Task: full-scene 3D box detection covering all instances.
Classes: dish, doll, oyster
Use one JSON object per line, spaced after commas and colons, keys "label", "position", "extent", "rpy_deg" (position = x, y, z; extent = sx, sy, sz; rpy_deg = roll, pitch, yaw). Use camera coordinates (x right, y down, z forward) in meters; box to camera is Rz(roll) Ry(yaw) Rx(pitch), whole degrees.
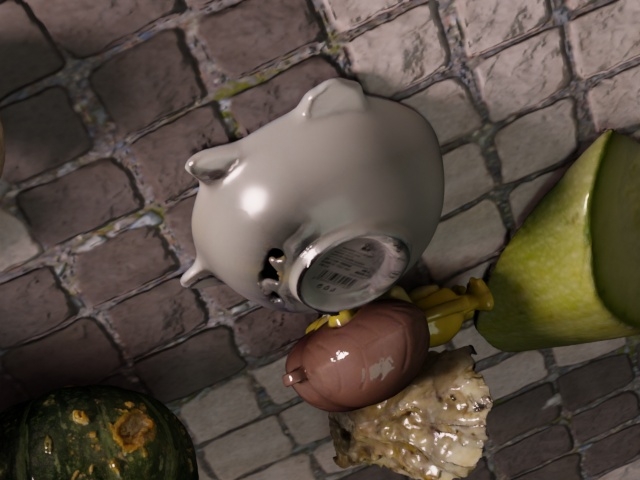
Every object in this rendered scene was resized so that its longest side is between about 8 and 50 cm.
{"label": "dish", "position": [0.000, 0.000, 1.227], "extent": [0.228, 0.086, 0.236], "rpy_deg": [-26, 144, 2]}
{"label": "doll", "position": [0.048, 0.080, 1.366], "extent": [0.145, 0.096, 0.188], "rpy_deg": [-23, -177, 40]}
{"label": "oyster", "position": [0.072, 0.152, 1.426], "extent": [0.072, 0.209, 0.133], "rpy_deg": [-4, 96, -30]}

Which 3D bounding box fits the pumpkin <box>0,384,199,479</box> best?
{"label": "pumpkin", "position": [-0.190, 0.188, 1.300], "extent": [0.190, 0.146, 0.190], "rpy_deg": [-18, 179, 0]}

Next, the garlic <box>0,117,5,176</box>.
{"label": "garlic", "position": [-0.238, -0.071, 1.027], "extent": [0.084, 0.066, 0.152], "rpy_deg": [-12, 149, 32]}

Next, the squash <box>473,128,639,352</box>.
{"label": "squash", "position": [0.228, 0.012, 1.436], "extent": [0.237, 0.155, 0.204], "rpy_deg": [22, 87, -44]}
